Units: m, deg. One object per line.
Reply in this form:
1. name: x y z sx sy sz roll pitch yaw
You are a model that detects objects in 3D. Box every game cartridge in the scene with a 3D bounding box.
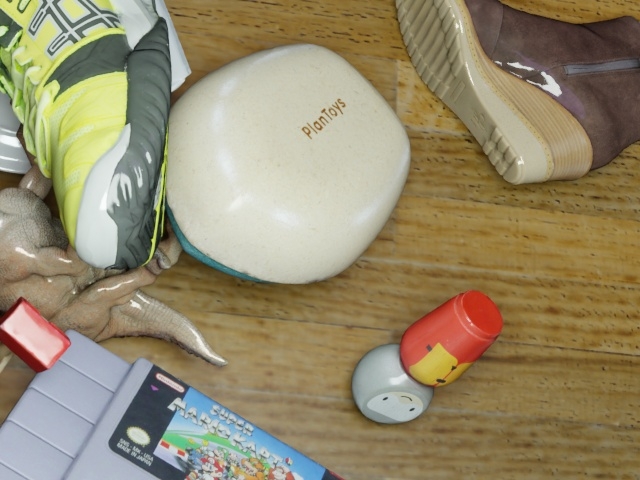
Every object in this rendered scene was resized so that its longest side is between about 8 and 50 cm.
1. game cartridge: -0.075 0.223 1.217 0.355 0.068 0.230 31 43 -4

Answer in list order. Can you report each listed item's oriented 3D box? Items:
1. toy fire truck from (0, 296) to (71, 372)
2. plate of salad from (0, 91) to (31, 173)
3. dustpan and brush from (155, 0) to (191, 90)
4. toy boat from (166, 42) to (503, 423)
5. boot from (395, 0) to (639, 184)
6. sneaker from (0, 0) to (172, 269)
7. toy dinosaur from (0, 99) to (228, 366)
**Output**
1. toy fire truck: -0.255 0.109 1.248 0.047 0.192 0.135 42 72 -12
2. plate of salad: -0.243 -0.142 1.417 0.200 0.048 0.200 6 68 -14
3. dustpan and brush: -0.227 -0.158 1.376 0.211 0.060 0.147 -8 60 -26
4. toy boat: 0.000 0.000 1.375 0.318 0.148 0.267 50 38 3
5. boot: 0.195 -0.171 1.535 0.207 0.090 0.248 -21 76 -32
6. sneaker: -0.185 -0.122 1.249 0.147 0.145 0.384 0 43 -11
7. toy dinosaur: -0.220 0.032 1.323 0.296 0.200 0.127 34 20 -28
